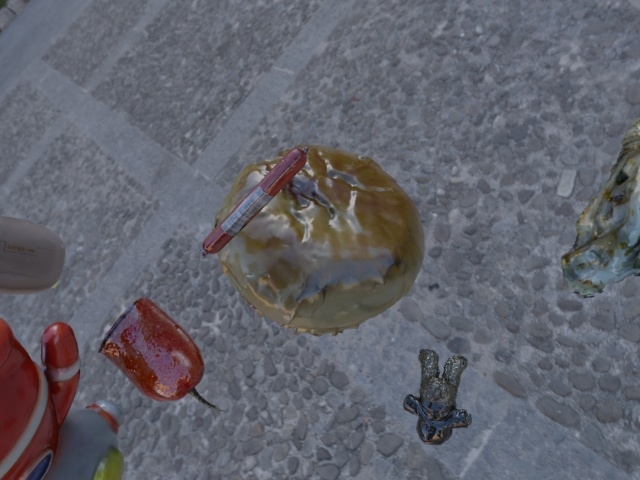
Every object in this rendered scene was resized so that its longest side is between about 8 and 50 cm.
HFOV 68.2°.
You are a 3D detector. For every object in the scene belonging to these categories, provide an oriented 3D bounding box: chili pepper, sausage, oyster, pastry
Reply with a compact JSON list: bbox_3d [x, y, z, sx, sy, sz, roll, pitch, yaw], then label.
[{"bbox_3d":[-0.193,0.164,0.612,0.086,0.192,0.084,-39,15,12],"label":"chili pepper"},{"bbox_3d":[-0.104,-0.053,0.707,0.253,0.034,0.034,-40,47,25],"label":"sausage"},{"bbox_3d":[0.483,-0.047,0.761,0.294,0.166,0.094,-57,10,19],"label":"oyster"},{"bbox_3d":[0.000,0.000,0.927,0.410,0.245,0.409,6,54,-8],"label":"pastry"}]

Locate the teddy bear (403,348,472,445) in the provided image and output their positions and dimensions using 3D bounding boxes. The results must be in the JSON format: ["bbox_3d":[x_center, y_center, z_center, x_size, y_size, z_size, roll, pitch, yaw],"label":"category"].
[{"bbox_3d":[0.203,0.274,0.817,0.119,0.078,0.160,6,81,24],"label":"teddy bear"}]

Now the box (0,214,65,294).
[{"bbox_3d":[-0.590,0.029,0.894,0.088,0.200,0.146,-5,77,32],"label":"box"}]

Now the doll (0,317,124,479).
[{"bbox_3d":[-0.247,0.194,0.395,0.105,0.336,0.199,19,51,11],"label":"doll"}]
